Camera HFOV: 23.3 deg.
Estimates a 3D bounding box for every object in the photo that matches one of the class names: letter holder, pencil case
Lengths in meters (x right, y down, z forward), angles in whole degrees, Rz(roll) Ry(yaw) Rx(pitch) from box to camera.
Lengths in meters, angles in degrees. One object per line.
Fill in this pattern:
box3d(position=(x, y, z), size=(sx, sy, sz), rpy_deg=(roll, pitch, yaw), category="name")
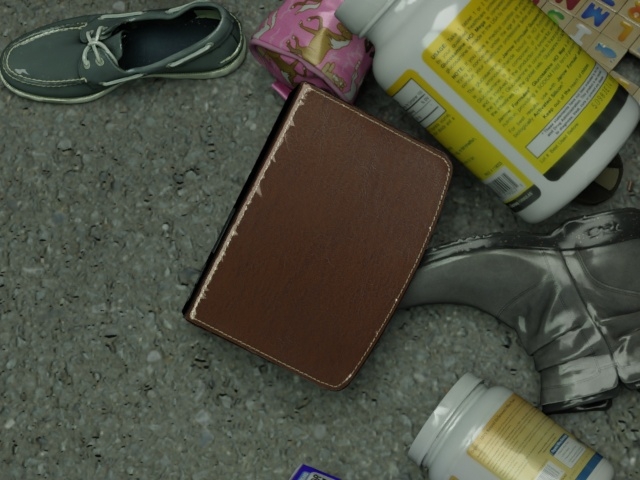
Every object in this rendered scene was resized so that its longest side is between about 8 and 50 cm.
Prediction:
box3d(position=(0.000, 0.000, 1.807), size=(0.214, 0.152, 0.302), rpy_deg=(26, 87, -6), category="letter holder")
box3d(position=(0.066, -0.340, 1.909), size=(0.160, 0.167, 0.386), rpy_deg=(27, 78, 29), category="pencil case")

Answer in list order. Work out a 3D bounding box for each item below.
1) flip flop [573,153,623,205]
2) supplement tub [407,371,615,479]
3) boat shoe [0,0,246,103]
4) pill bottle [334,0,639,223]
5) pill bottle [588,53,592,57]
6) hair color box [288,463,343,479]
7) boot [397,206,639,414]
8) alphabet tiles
box3d(position=(0.257, -0.155, 1.890), size=(0.277, 0.080, 0.112), rpy_deg=(44, 93, -1), category="flip flop")
box3d(position=(0.212, 0.254, 1.736), size=(0.199, 0.144, 0.144), rpy_deg=(36, 80, 13), category="supplement tub")
box3d(position=(-0.256, -0.248, 1.947), size=(0.319, 0.099, 0.116), rpy_deg=(-6, 74, 3), category="boat shoe")
box3d(position=(0.183, -0.193, 1.750), size=(0.334, 0.188, 0.188), rpy_deg=(43, 81, -4), category="pill bottle")
box3d(position=(0.329, -0.184, 1.905), size=(0.043, 0.043, 0.083), rpy_deg=(-17, 73, 0), category="pill bottle")
box3d(position=(0.095, 0.398, 1.685), size=(0.338, 0.110, 0.185), rpy_deg=(20, 113, 9), category="hair color box")
box3d(position=(0.242, 0.100, 1.801), size=(0.338, 0.118, 0.223), rpy_deg=(-12, 81, 8), category="boot")
box3d(position=(0.357, -0.267, 1.917), size=(0.237, 0.009, 0.198), rpy_deg=(34, 63, 13), category="alphabet tiles")
